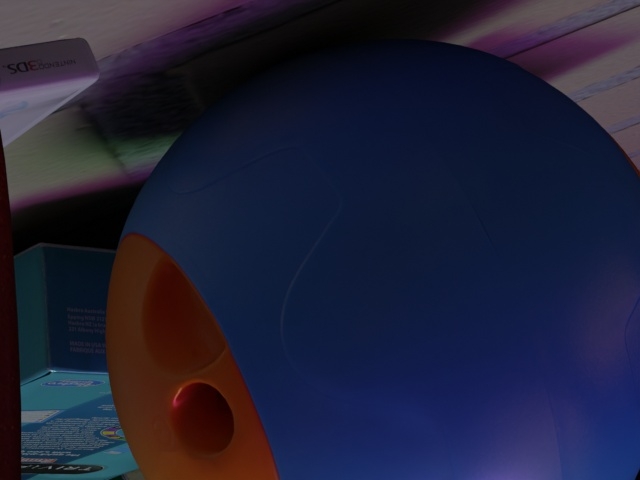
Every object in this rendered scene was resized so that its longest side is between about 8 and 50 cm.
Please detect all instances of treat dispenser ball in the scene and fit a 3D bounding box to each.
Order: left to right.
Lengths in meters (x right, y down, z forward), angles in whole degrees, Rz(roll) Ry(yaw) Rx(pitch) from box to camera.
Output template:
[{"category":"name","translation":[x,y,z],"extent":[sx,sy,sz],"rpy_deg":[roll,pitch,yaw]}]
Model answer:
[{"category":"treat dispenser ball","translation":[0.037,0.045,0.913],"extent":[0.288,0.288,0.288],"rpy_deg":[-22,174,-2]}]

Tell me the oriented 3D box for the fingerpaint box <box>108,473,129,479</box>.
[{"category":"fingerpaint box","translation":[-0.343,0.367,1.612],"extent":[0.445,0.163,0.371],"rpy_deg":[-29,174,-12]}]

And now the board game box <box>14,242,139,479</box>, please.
[{"category":"board game box","translation":[-0.160,0.091,1.208],"extent":[0.254,0.079,0.336],"rpy_deg":[7,160,-40]}]

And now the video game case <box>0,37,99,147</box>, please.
[{"category":"video game case","translation":[-0.168,-0.018,0.583],"extent":[0.143,0.019,0.157],"rpy_deg":[-16,171,-46]}]

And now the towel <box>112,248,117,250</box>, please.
[{"category":"towel","translation":[0.006,0.019,1.253],"extent":[0.370,0.040,0.271],"rpy_deg":[-12,168,27]}]

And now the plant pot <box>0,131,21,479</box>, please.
[{"category":"plant pot","translation":[-0.227,0.110,0.433],"extent":[0.267,0.236,0.267],"rpy_deg":[-24,164,24]}]
